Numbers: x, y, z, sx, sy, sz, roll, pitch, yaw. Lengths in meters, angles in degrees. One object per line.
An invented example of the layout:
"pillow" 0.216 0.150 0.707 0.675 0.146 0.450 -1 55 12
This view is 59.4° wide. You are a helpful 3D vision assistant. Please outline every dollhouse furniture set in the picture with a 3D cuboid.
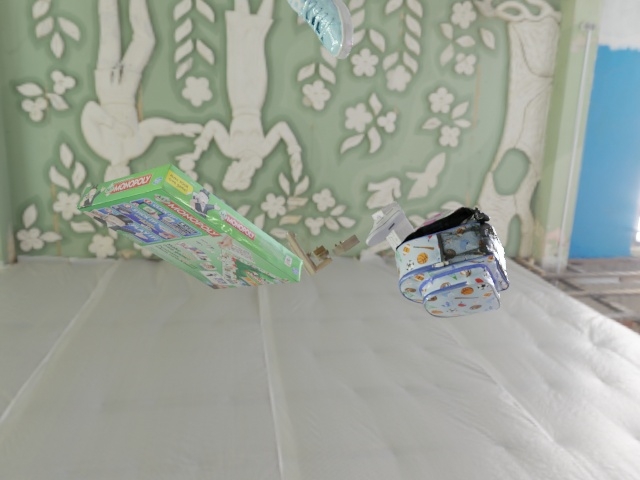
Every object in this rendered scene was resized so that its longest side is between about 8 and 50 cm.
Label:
"dollhouse furniture set" 0.000 0.000 1.477 0.151 0.123 0.144 -34 179 -13

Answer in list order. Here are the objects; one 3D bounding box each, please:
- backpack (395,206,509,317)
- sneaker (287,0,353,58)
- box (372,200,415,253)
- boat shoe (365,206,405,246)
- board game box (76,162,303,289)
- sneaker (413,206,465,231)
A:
"backpack" 0.326 0.080 1.417 0.263 0.213 0.276 -9 145 25
"sneaker" -0.027 -0.681 1.650 0.150 0.365 0.135 -11 156 -26
"box" 0.273 0.039 1.665 0.067 0.324 0.063 -35 -178 -25
"boat shoe" 0.125 -0.031 1.139 0.035 0.100 0.035 42 176 37
"board game box" -0.206 -0.006 0.936 0.214 0.046 0.317 -8 148 35
"sneaker" 0.364 -0.022 1.796 0.252 0.103 0.111 -25 -174 -17
